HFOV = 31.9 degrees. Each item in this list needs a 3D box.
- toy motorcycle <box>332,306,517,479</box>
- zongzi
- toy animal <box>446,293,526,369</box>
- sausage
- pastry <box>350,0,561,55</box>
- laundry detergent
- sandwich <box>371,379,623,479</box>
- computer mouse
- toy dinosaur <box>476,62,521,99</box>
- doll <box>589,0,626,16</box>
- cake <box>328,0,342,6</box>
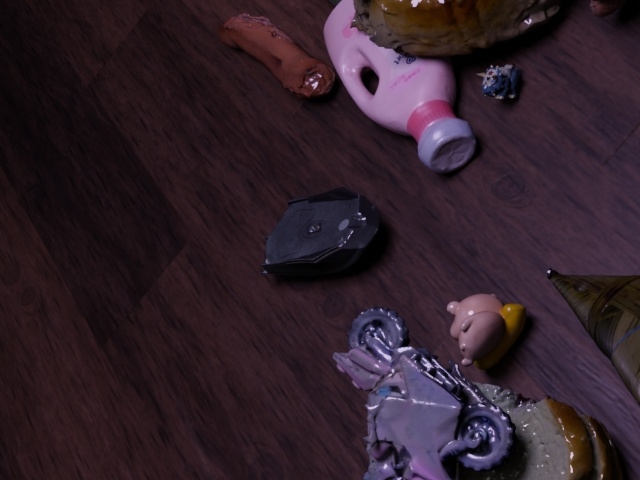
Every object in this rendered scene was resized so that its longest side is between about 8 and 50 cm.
[{"bbox_3d":[0.087,0.215,1.283,0.204,0.108,0.239,-56,44,15],"label":"toy motorcycle"},{"bbox_3d":[0.391,0.051,1.234,0.221,0.112,0.242,-45,48,16],"label":"zongzi"},{"bbox_3d":[0.190,0.109,1.380,0.082,0.114,0.091,39,129,31],"label":"toy animal"},{"bbox_3d":[-0.073,-0.299,1.800,0.078,0.078,0.304,-54,44,6],"label":"sausage"},{"bbox_3d":[0.186,-0.394,1.542,0.329,0.136,0.330,-9,55,14],"label":"pastry"},{"bbox_3d":[0.117,-0.232,1.603,0.159,0.088,0.335,-41,51,19],"label":"laundry detergent"},{"bbox_3d":[0.200,0.229,1.317,0.254,0.099,0.288,-41,49,27],"label":"sandwich"},{"bbox_3d":[0.002,-0.001,1.607,0.231,0.071,0.126,-11,50,45],"label":"computer mouse"},{"bbox_3d":[0.244,-0.215,1.506,0.030,0.083,0.047,18,111,43],"label":"toy dinosaur"},{"bbox_3d":[0.440,-0.403,1.370,0.156,0.201,0.303,30,96,20],"label":"doll"},{"bbox_3d":[0.042,-0.531,1.755,0.283,0.158,0.172,-51,46,7],"label":"cake"}]
